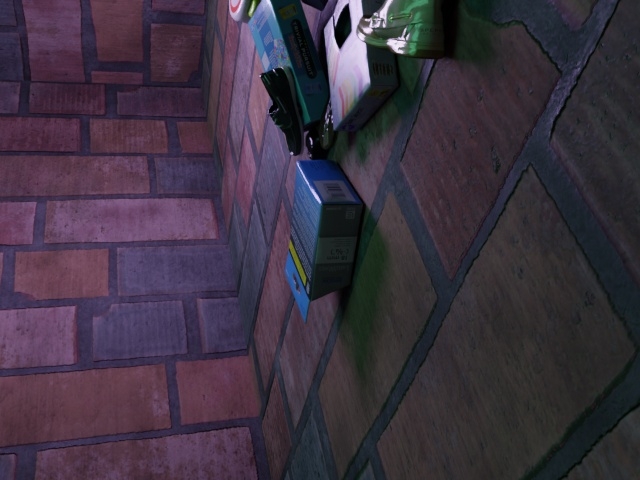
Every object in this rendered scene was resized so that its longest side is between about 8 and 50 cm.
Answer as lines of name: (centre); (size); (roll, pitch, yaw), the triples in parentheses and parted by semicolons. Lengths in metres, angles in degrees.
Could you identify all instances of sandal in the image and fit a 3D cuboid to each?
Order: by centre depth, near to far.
sandal: (0.045, -0.318, 1.584); (0.090, 0.060, 0.219); (152, 130, -65)

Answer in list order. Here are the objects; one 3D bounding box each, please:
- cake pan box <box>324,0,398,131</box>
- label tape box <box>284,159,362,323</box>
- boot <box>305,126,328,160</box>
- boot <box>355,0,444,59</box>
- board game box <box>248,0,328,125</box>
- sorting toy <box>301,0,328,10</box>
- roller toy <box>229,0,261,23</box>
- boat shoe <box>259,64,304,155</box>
cake pan box: (0.081, -0.397, 1.432); (0.246, 0.070, 0.266); (149, 119, -69)
label tape box: (0.000, 0.000, 1.669); (0.240, 0.106, 0.333); (-116, 28, -55)
boot: (-0.010, -0.260, 1.787); (0.121, 0.045, 0.099); (106, 158, -50)
boot: (0.144, -0.431, 1.164); (0.262, 0.095, 0.203); (-128, 39, -61)
board game box: (-0.079, -0.460, 1.778); (0.254, 0.079, 0.336); (178, 72, -73)
sorting toy: (0.043, -0.656, 1.528); (0.126, 0.127, 0.365); (-65, 10, -12)
roller toy: (-0.201, -0.798, 2.185); (0.191, 0.146, 0.209); (-3, 83, 64)
boat shoe: (-0.096, -0.321, 1.716); (0.084, 0.079, 0.233); (38, 146, 59)
